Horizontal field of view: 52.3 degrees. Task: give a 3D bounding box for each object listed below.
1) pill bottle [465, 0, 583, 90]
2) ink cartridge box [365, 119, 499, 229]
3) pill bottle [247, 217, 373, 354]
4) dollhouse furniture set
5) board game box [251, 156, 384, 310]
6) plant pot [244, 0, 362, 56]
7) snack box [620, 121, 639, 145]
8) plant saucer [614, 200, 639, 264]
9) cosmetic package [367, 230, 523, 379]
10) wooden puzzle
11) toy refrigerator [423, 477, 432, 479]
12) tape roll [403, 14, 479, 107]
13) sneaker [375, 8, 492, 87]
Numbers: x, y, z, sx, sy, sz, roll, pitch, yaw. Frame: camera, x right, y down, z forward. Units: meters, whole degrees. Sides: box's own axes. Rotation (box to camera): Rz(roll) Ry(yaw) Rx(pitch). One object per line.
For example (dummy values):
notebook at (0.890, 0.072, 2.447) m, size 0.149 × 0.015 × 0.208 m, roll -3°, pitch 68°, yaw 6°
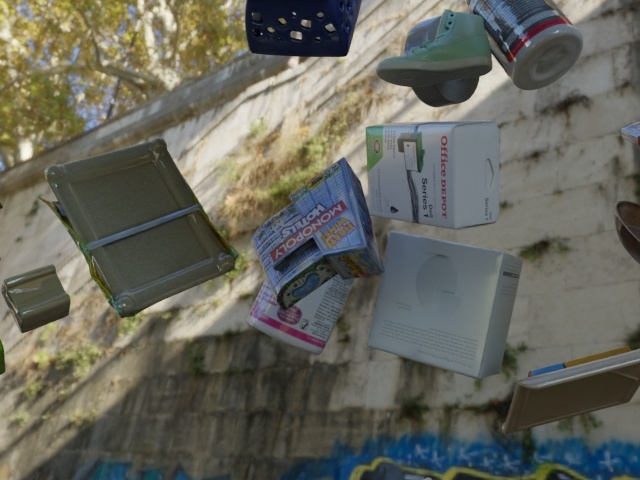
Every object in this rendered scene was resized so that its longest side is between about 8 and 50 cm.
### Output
pill bottle at (0.460, -0.524, 1.542) m, size 0.176 × 0.318 × 0.176 m, roll -18°, pitch -30°, yaw -11°
ink cartridge box at (0.174, -0.110, 1.049) m, size 0.093 × 0.160 × 0.219 m, roll -10°, pitch 12°, yaw -30°
pill bottle at (-0.014, 0.062, 1.266) m, size 0.160 × 0.283 × 0.160 m, roll 24°, pitch -6°, yaw 2°
dollhouse furniture set at (-0.281, 0.024, 0.741) m, size 0.302 × 0.197 × 0.151 m, roll -23°, pitch -14°, yaw -36°
board game box at (0.000, 0.000, 0.909) m, size 0.194 × 0.194 × 0.060 m, roll -36°, pitch -52°, yaw 4°
plant pot at (-0.045, -0.554, 1.404) m, size 0.236 × 0.236 × 0.212 m, roll 6°, pitch -25°, yaw 14°
snack box at (0.670, -0.229, 1.231) m, size 0.178 × 0.064 × 0.022 m, roll -21°, pitch -67°, yaw 7°
plant saucer at (0.493, 0.018, 0.920) m, size 0.199 × 0.198 × 0.036 m, roll 17°, pitch -57°, yaw -16°
cosmetic package at (0.232, 0.116, 1.215) m, size 0.224 × 0.224 × 0.138 m, roll 12°, pitch 0°, yaw 32°
wooden puzzle at (0.401, 0.230, 1.022) m, size 0.221 × 0.044 × 0.238 m, roll -14°, pitch -33°, yaw -2°
toy refrigerator at (0.138, 0.399, 0.671) m, size 0.094 × 0.269 × 0.102 m, roll -21°, pitch -24°, yaw -29°
tape roll at (0.306, -0.446, 1.623) m, size 0.219 × 0.219 × 0.072 m, roll 31°, pitch -20°, yaw -37°
sneaker at (0.250, -0.436, 1.469) m, size 0.256 × 0.151 × 0.094 m, roll -4°, pitch -13°, yaw 7°
